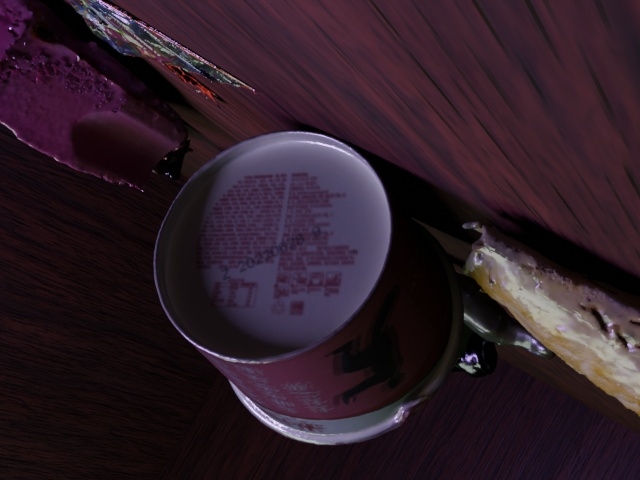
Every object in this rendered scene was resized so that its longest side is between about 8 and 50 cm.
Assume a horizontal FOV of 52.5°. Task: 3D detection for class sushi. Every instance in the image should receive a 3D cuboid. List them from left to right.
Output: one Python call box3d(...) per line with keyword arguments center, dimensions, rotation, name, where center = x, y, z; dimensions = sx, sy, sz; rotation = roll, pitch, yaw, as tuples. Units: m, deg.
box3d(center=(-0.235, -0.144, 0.903), dimensions=(0.098, 0.084, 0.094), rotation=(25, 172, 12), name="sushi")

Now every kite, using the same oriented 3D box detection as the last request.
box3d(center=(-0.143, -0.156, 0.520), dimensions=(0.232, 0.009, 0.189), rotation=(27, 175, 44), name="kite")

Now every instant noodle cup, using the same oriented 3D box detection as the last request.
box3d(center=(-0.010, 0.033, 0.525), dimensions=(0.235, 0.235, 0.178), rotation=(29, 166, 28), name="instant noodle cup")

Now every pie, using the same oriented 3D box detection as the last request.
box3d(center=(0.208, 0.074, 0.415), dimensions=(0.282, 0.068, 0.128), rotation=(34, 177, 11), name="pie")

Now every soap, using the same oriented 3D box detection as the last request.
box3d(center=(-0.254, -0.153, 0.682), dimensions=(0.182, 0.112, 0.289), rotation=(40, -178, 15), name="soap")

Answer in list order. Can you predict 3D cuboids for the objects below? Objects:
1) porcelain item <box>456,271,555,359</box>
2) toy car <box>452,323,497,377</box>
box3d(center=(0.155, 0.065, 0.705), dimensions=(0.215, 0.069, 0.081), rotation=(30, 165, 30), name="porcelain item")
box3d(center=(0.124, 0.127, 1.039), dimensions=(0.213, 0.176, 0.358), rotation=(-15, 155, 41), name="toy car")
